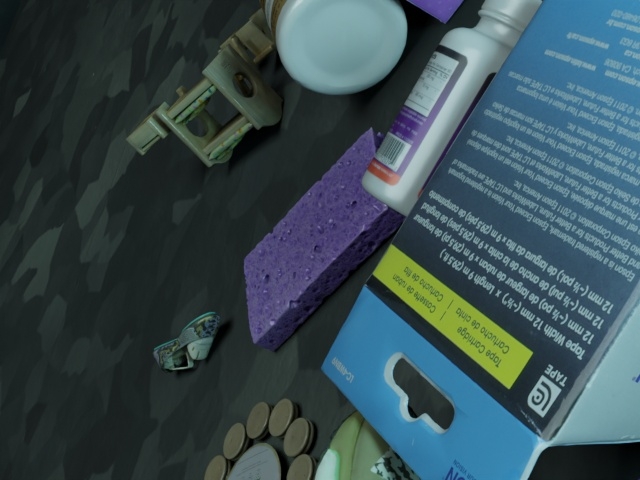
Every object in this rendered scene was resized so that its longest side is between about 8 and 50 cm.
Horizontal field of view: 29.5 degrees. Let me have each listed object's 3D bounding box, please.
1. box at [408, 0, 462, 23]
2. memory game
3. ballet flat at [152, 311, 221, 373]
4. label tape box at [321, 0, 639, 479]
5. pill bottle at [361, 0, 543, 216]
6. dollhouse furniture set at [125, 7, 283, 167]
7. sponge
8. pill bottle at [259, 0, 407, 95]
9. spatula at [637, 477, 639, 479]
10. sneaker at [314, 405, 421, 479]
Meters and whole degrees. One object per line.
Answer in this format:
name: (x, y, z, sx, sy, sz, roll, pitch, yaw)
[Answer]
box: (0.028, -0.347, 1.227, 0.057, 0.201, 0.293, -52, 31, 23)
memory game: (-0.061, 0.232, 1.104, 0.186, 0.012, 0.186, -38, 38, 38)
ballet flat: (-0.139, 0.115, 1.309, 0.114, 0.041, 0.041, -35, 40, 42)
label tape box: (0.171, 0.006, 0.792, 0.347, 0.115, 0.249, -60, 29, 6)
pill bottle: (0.124, -0.101, 0.967, 0.193, 0.108, 0.108, -60, 29, 7)
dollhouse furniture set: (-0.114, -0.169, 1.469, 0.182, 0.101, 0.161, -32, 18, 45)
sponge: (0.000, 0.000, 1.171, 0.210, 0.031, 0.117, -45, 34, 29)
pill bottle: (0.001, -0.260, 1.272, 0.131, 0.131, 0.229, -51, 31, 23)
spatula: (0.245, 0.124, 0.617, 0.296, 0.030, 0.084, -29, 28, 23)
sneaker: (0.113, 0.247, 0.728, 0.182, 0.158, 0.410, -25, 39, 10)
